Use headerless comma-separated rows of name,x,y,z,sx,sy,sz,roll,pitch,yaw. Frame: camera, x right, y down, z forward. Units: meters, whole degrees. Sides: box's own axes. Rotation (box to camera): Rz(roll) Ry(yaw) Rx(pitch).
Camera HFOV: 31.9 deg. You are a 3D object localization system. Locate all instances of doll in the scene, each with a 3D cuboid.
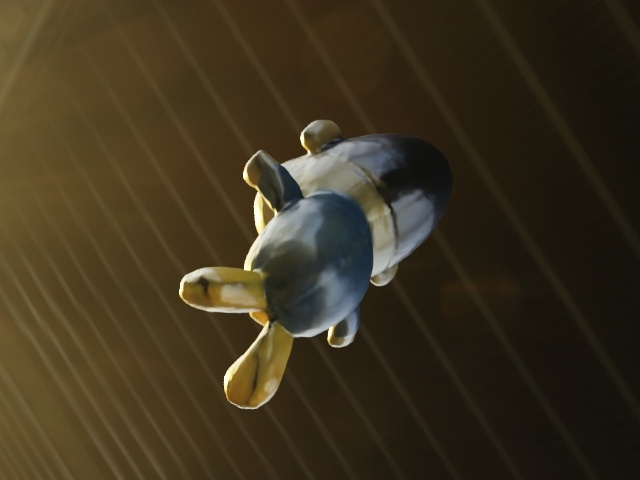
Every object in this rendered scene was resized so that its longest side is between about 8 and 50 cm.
doll,0.000,0.000,0.520,0.089,0.179,0.102,-8,-69,44
